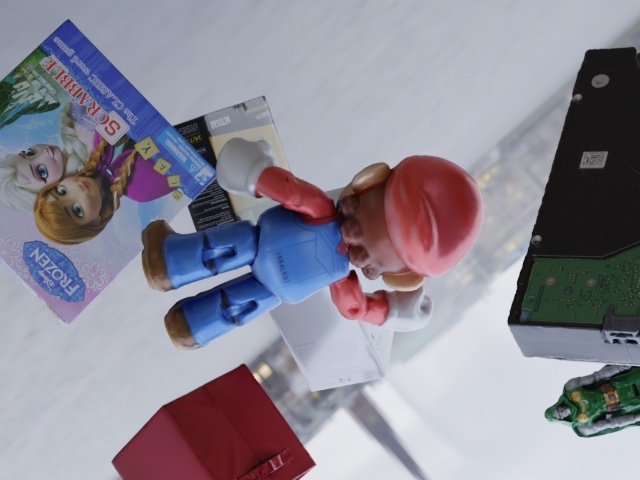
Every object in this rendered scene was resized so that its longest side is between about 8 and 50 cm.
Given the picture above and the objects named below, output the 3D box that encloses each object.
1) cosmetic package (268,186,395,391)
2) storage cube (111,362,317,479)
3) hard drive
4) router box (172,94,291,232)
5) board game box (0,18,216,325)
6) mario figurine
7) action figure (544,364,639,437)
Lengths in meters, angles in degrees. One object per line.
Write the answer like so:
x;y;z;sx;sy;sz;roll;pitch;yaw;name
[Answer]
0.020;0.074;2.212;0.138;0.225;0.224;-14;-144;21;cosmetic package
-0.162;0.333;2.081;0.183;0.193;0.215;-25;165;-46;storage cube
0.324;-0.039;1.273;0.236;0.064;0.339;0;-128;29;hard drive
-0.137;-0.103;2.347;0.081;0.243;0.309;-16;-173;20;router box
-0.368;-0.097;2.023;0.318;0.319;0.066;-47;-170;-14;board game box
0.000;0.000;1.347;0.320;0.170;0.198;-16;145;5;mario figurine
0.400;0.199;1.824;0.232;0.137;0.063;-17;168;-9;action figure
